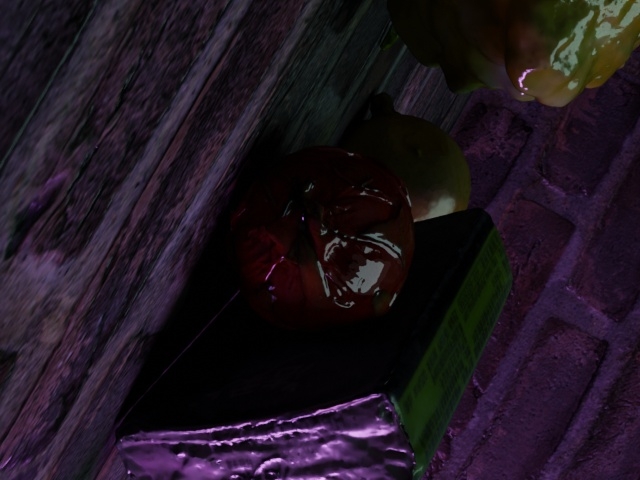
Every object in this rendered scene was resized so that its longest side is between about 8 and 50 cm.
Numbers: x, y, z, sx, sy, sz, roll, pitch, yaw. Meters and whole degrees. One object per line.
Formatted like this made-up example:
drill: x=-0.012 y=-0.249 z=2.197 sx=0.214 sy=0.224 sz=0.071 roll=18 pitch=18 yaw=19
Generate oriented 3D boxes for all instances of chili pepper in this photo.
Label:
chili pepper: x=0.089 y=-0.242 z=1.463 sx=0.083 sy=0.017 sz=0.030 roll=-60 pitch=175 yaw=-4

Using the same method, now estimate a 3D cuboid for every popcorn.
popcorn: x=0.193 y=-0.293 z=1.185 sx=0.334 sy=0.293 sz=0.292 roll=-117 pitch=-168 yaw=-65

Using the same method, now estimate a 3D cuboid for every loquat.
loquat: x=0.090 y=-0.076 z=1.619 sx=0.172 sy=0.205 sz=0.149 roll=-15 pitch=176 yaw=-10

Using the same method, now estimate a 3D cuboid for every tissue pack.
tissue pack: x=0.012 y=0.116 z=1.335 sx=0.288 sy=0.124 sz=0.394 roll=-14 pitch=-161 yaw=26

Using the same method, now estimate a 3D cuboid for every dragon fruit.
dragon fruit: x=0.000 y=0.000 z=1.204 sx=0.172 sy=0.172 sz=0.209 roll=-62 pitch=169 yaw=12
